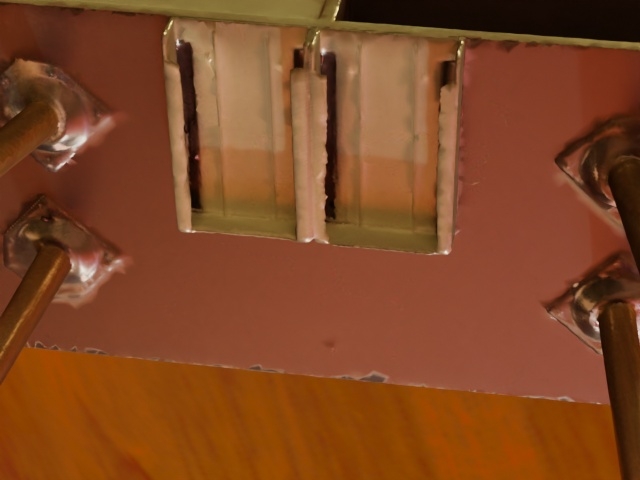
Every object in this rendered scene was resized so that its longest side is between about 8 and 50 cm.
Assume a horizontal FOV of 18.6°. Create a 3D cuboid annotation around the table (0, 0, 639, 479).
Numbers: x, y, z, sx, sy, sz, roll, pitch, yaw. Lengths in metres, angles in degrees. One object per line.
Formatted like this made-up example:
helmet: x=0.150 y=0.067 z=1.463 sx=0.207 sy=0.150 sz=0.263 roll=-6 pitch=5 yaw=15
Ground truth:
table: x=0.000 y=0.000 z=0.536 sx=0.240 sy=0.111 sz=0.122 roll=5 pitch=125 yaw=10
